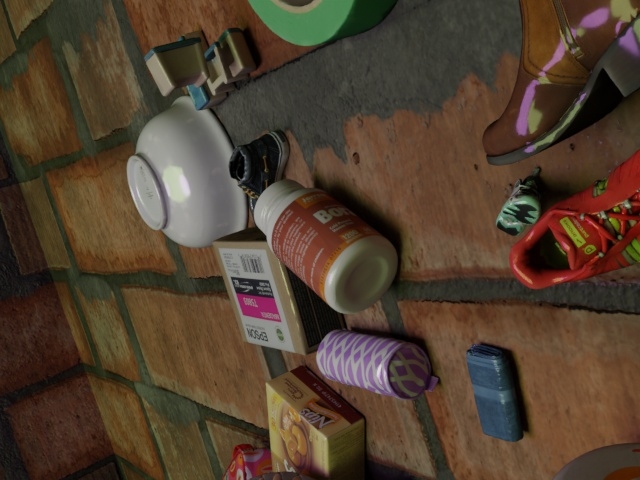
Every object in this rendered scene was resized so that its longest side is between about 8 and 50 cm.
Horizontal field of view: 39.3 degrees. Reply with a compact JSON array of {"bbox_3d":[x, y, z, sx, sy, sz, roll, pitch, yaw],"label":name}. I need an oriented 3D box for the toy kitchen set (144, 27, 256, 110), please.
[{"bbox_3d":[-0.220,-0.280,1.412,0.207,0.166,0.122,-24,88,61],"label":"toy kitchen set"}]

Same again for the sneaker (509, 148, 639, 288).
[{"bbox_3d":[0.271,-0.015,0.806,0.107,0.118,0.279,61,151,11],"label":"sneaker"}]

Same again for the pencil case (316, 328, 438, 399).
[{"bbox_3d":[0.075,0.182,1.312,0.088,0.086,0.206,41,163,-24],"label":"pencil case"}]

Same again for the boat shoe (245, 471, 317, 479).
[{"bbox_3d":[0.007,0.466,1.441,0.355,0.132,0.130,-1,131,25],"label":"boat shoe"}]

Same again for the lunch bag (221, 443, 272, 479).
[{"bbox_3d":[-0.141,0.551,1.854,0.293,0.120,0.258,118,144,-54],"label":"lunch bag"}]

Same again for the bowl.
[{"bbox_3d":[-0.263,-0.105,1.641,0.298,0.134,0.298,38,139,42],"label":"bowl"}]

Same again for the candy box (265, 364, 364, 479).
[{"bbox_3d":[-0.007,0.402,1.591,0.183,0.087,0.317,35,137,45],"label":"candy box"}]

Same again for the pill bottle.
[{"bbox_3d":[0.000,0.000,1.274,0.216,0.121,0.121,40,141,40],"label":"pill bottle"}]

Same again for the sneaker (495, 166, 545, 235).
[{"bbox_3d":[0.216,-0.049,0.938,0.038,0.069,0.098,29,167,1],"label":"sneaker"}]

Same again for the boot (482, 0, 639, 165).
[{"bbox_3d":[0.170,-0.226,0.792,0.280,0.096,0.264,59,156,6],"label":"boot"}]

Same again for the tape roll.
[{"bbox_3d":[-0.017,-0.402,1.082,0.321,0.077,0.321,39,140,42],"label":"tape roll"}]

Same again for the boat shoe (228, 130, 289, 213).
[{"bbox_3d":[-0.108,-0.096,1.433,0.065,0.083,0.183,51,147,29],"label":"boat shoe"}]

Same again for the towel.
[{"bbox_3d":[0.221,0.191,1.124,0.067,0.029,0.120,8,115,58],"label":"towel"}]

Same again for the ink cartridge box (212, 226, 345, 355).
[{"bbox_3d":[-0.073,0.078,1.486,0.234,0.088,0.193,-1,107,59],"label":"ink cartridge box"}]

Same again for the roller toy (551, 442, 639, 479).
[{"bbox_3d":[0.315,0.304,0.870,0.209,0.191,0.146,21,127,53],"label":"roller toy"}]
